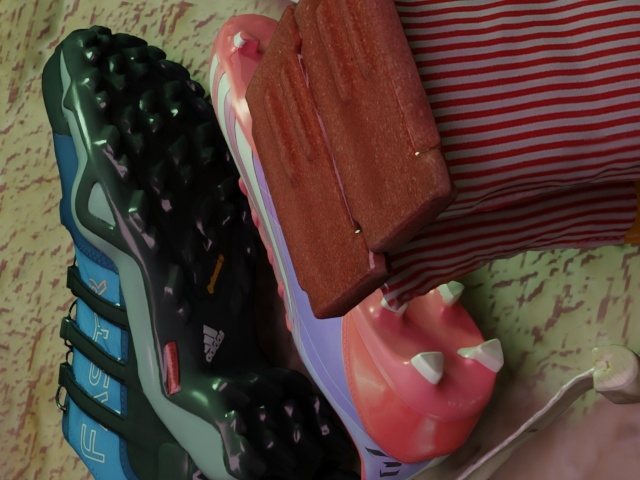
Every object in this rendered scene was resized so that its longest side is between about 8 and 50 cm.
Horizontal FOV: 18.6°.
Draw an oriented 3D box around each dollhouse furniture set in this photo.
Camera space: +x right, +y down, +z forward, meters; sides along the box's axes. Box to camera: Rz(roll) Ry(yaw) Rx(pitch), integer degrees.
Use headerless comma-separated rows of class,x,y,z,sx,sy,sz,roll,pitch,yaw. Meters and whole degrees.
dollhouse furniture set,0.131,0.057,0.749,0.152,0.201,0.374,129,125,-63

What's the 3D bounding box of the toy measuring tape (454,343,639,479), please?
toy measuring tape,0.043,0.190,0.873,0.330,0.121,0.121,-41,68,9

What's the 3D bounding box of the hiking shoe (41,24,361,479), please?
hiking shoe,-0.092,0.040,0.952,0.132,0.113,0.304,-32,67,31

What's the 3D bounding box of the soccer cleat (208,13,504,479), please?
soccer cleat,0.000,0.000,0.919,0.095,0.083,0.248,-54,53,39

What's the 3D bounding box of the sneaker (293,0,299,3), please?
sneaker,-0.006,-0.155,0.952,0.134,0.051,0.070,32,107,31
